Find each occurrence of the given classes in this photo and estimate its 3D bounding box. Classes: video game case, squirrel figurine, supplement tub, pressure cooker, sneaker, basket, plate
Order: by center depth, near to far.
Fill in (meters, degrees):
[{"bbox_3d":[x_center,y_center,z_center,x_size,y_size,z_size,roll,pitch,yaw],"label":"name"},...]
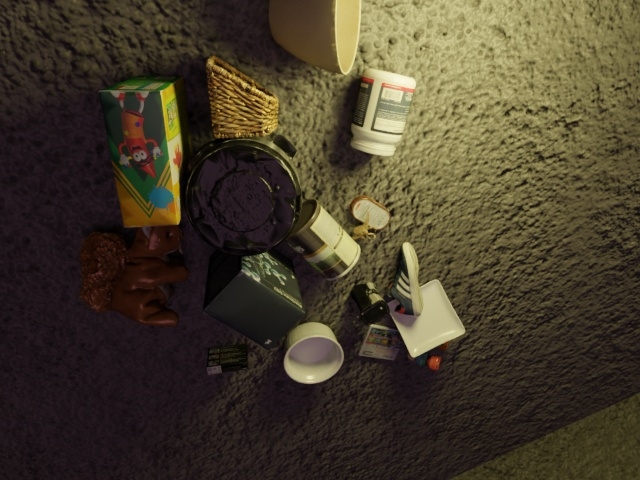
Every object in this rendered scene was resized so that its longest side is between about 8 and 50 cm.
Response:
[{"bbox_3d":[-0.244,-0.471,1.365,0.213,0.299,0.223,-5,116,-8],"label":"basket"},{"bbox_3d":[-0.250,-0.164,1.446,0.369,0.420,0.376,-5,106,-2],"label":"pressure cooker"},{"bbox_3d":[0.218,-0.460,1.526,0.190,0.191,0.273,7,114,-14],"label":"supplement tub"},{"bbox_3d":[-0.687,0.080,1.567,0.396,0.281,0.371,7,107,-17],"label":"squirrel figurine"},{"bbox_3d":[0.365,0.181,1.911,0.147,0.131,0.351,-4,105,24],"label":"sneaker"},{"bbox_3d":[0.490,0.364,1.996,0.277,0.045,0.278,-27,79,2],"label":"plate"},{"bbox_3d":[0.307,0.506,2.107,0.201,0.023,0.184,13,112,-16],"label":"video game case"}]

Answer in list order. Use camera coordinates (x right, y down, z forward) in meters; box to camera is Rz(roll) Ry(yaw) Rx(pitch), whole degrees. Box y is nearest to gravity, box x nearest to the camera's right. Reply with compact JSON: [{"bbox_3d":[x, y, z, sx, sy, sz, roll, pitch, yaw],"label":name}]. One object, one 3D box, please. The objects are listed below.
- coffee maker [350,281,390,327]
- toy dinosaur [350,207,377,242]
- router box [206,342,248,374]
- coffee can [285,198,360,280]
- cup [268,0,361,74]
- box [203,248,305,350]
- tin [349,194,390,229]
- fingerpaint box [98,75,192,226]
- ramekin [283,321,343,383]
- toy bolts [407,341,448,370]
[{"bbox_3d":[0.198,0.280,1.886,0.171,0.178,0.120,-12,115,-8],"label":"coffee maker"},{"bbox_3d":[0.186,-0.042,1.766,0.092,0.053,0.183,18,131,-12],"label":"toy dinosaur"},{"bbox_3d":[-0.416,0.530,1.908,0.178,0.133,0.046,-5,116,-8],"label":"router box"},{"bbox_3d":[0.000,0.000,1.698,0.201,0.202,0.275,-41,116,9],"label":"coffee can"},{"bbox_3d":[-0.022,-0.699,1.321,0.236,0.331,0.332,8,116,14],"label":"cup"},{"bbox_3d":[-0.256,0.165,1.617,0.293,0.396,0.212,38,103,-25],"label":"box"},{"bbox_3d":[0.210,-0.115,1.780,0.189,0.040,0.106,28,103,-22],"label":"tin"},{"bbox_3d":[-0.511,-0.297,1.315,0.163,0.445,0.372,-3,116,-9],"label":"fingerpaint box"},{"bbox_3d":[-0.041,0.516,1.977,0.276,0.135,0.278,-4,116,-9],"label":"ramekin"},{"bbox_3d":[0.530,0.515,2.100,0.218,0.158,0.229,37,71,-60],"label":"toy bolts"}]
